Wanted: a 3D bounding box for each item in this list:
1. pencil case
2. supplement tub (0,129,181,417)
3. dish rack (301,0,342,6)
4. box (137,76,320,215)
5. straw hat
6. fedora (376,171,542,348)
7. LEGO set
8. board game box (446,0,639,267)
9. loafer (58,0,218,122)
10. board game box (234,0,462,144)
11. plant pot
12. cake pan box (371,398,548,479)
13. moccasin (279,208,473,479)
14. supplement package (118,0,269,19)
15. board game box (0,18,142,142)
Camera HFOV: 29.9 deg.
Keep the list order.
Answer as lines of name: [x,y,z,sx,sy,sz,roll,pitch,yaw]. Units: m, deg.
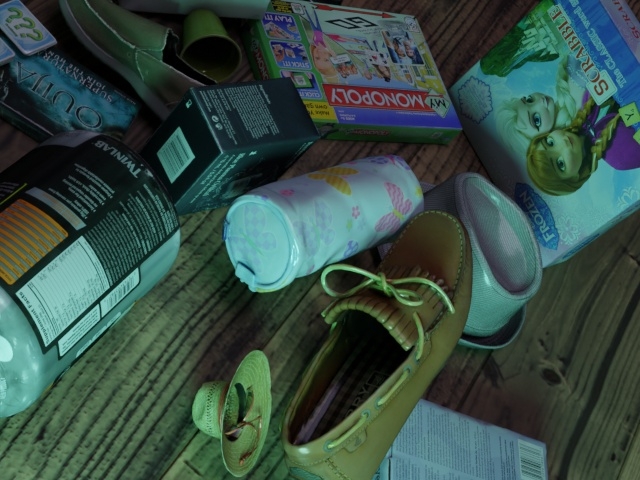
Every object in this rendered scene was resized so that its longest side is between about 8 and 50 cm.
pencil case: [0.009,-0.023,1.444,0.113,0.124,0.273,23,29,34]
supplement tub: [-0.296,0.041,1.176,0.193,0.193,0.316,45,45,-2]
dish rack: [-0.003,-0.483,1.847,0.208,0.074,0.271,40,43,-9]
box: [-0.113,-0.112,1.444,0.158,0.156,0.093,-15,71,-42]
straw hat: [-0.106,0.185,1.304,0.061,0.144,0.144,8,43,20]
fedora: [0.204,0.006,1.622,0.243,0.124,0.275,-1,62,-38]
LEGO set: [-0.443,-0.298,1.383,0.244,0.060,0.182,48,48,11]
board game box: [0.362,-0.173,1.727,0.066,0.318,0.319,-14,69,-41]
loafer: [-0.218,-0.243,1.489,0.251,0.087,0.094,45,21,-9]
board game box: [0.043,-0.243,1.730,0.317,0.046,0.214,-1,61,-37]
plant pot: [-0.152,-0.263,1.583,0.083,0.083,0.079,12,42,-30]
cake pan box: [0.163,0.323,1.415,0.245,0.070,0.267,22,50,-26]
moccasin: [0.064,0.107,1.378,0.380,0.139,0.147,-53,141,-25]
supplement package: [-0.147,-0.427,1.535,0.204,0.262,0.145,1,59,-20]
board game box: [-0.316,-0.169,1.424,0.186,0.026,0.126,33,46,-14]
